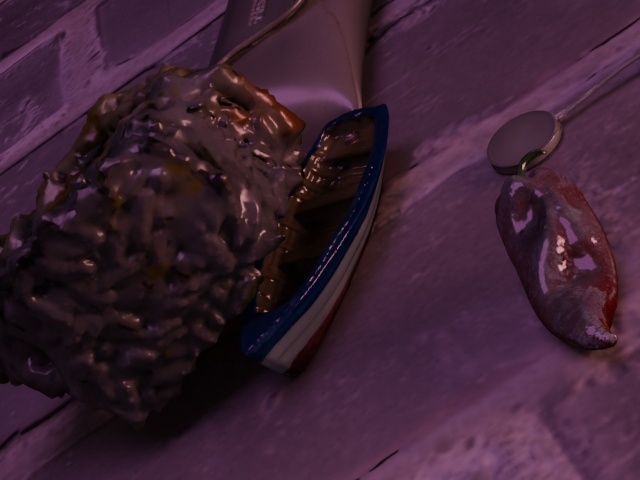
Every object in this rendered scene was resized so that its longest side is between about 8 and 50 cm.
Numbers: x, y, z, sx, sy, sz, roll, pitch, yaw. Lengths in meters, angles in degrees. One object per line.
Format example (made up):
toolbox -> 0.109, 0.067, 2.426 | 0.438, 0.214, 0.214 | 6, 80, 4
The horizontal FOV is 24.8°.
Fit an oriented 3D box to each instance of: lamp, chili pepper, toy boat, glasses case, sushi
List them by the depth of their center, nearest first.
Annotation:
chili pepper -> 0.128, 0.008, 0.776 | 0.050, 0.041, 0.153 | -47, 40, 27
lamp -> 0.177, -0.114, 0.886 | 0.198, 0.056, 0.050 | -37, 32, 10
sushi -> -0.124, 0.008, 0.921 | 0.274, 0.139, 0.184 | -51, 16, 11
toy boat -> 0.000, 0.000, 0.923 | 0.080, 0.046, 0.229 | -16, 36, 33
glasses case -> -0.020, -0.161, 1.134 | 0.128, 0.083, 0.308 | -24, 32, 24
